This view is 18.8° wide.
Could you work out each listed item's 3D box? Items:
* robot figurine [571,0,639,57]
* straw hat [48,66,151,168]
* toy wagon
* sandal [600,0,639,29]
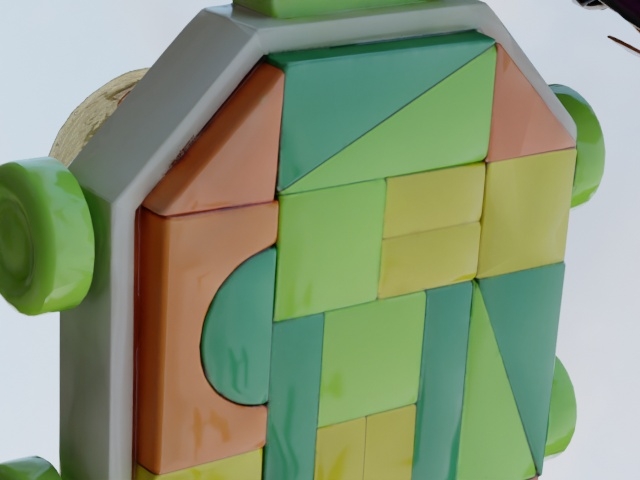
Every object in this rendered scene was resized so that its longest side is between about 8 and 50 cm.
[{"bbox_3d":[0.183,-0.189,1.161,0.291,0.085,0.211,32,-25,38],"label":"robot figurine"},{"bbox_3d":[-0.119,-0.061,1.240,0.061,0.144,0.144,55,-50,50],"label":"straw hat"},{"bbox_3d":[0.000,0.000,0.750,0.068,0.267,0.344,28,-59,48],"label":"toy wagon"},{"bbox_3d":[0.165,-0.129,0.768,0.167,0.446,0.107,92,15,-49],"label":"sandal"}]
